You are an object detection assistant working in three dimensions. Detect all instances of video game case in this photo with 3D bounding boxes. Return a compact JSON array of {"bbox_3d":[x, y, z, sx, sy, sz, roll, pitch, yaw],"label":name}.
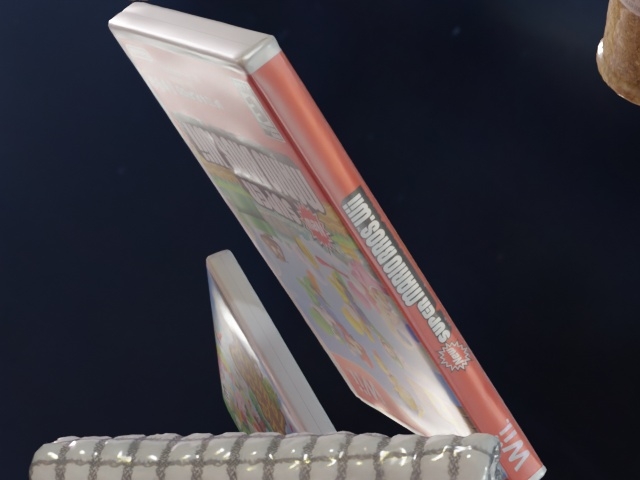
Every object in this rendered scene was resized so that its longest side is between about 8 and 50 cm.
[{"bbox_3d":[-0.029,0.141,1.434,0.193,0.023,0.212,87,-24,-52],"label":"video game case"},{"bbox_3d":[0.000,0.000,1.037,0.285,0.025,0.204,57,-14,-23],"label":"video game case"}]

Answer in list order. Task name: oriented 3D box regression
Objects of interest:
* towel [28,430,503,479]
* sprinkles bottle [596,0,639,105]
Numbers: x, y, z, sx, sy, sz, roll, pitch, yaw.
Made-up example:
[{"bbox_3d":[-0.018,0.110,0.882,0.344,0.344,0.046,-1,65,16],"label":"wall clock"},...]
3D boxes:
[{"bbox_3d":[-0.023,0.227,0.836,0.235,0.283,0.121,-5,-18,19],"label":"towel"},{"bbox_3d":[0.289,-0.269,1.459,0.121,0.121,0.355,23,-43,22],"label":"sprinkles bottle"}]
